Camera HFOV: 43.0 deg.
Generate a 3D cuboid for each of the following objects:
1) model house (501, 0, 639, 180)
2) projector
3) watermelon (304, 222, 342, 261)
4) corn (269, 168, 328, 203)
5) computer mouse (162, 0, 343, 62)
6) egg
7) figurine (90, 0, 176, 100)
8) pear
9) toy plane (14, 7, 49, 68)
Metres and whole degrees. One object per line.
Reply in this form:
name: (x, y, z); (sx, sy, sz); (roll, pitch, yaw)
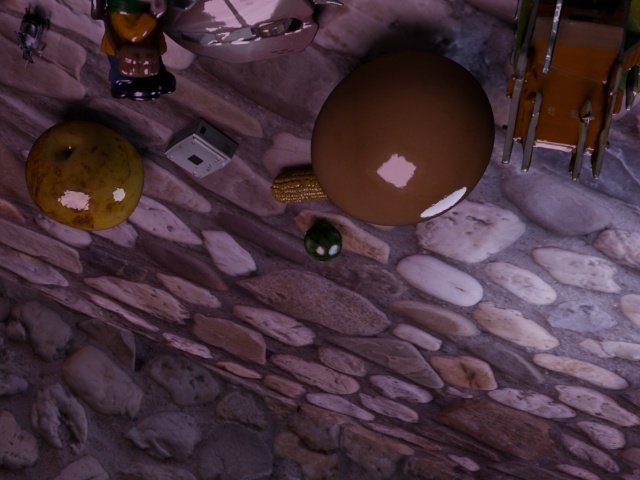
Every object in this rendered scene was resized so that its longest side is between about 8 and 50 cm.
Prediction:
model house: (0.388, -0.248, 1.171); (0.243, 0.312, 0.357); (11, 149, 11)
projector: (-0.279, -0.208, 1.885); (0.115, 0.061, 0.147); (33, 149, -27)
watermelon: (0.005, 0.001, 2.040); (0.109, 0.109, 0.109); (15, 151, 8)
corn: (-0.016, -0.127, 1.850); (0.238, 0.080, 0.080); (-5, 143, 32)
computer mouse: (-0.146, -0.392, 1.441); (0.389, 0.114, 0.199); (8, 152, 21)
egg: (0.140, -0.175, 1.448); (0.301, 0.301, 0.374); (28, 159, -15)
figurine: (-0.322, -0.407, 1.344); (0.205, 0.185, 0.332); (22, 118, 6)
pear: (-0.558, -0.150, 1.946); (0.281, 0.280, 0.280); (15, 151, 8)
toy plane: (-0.607, -0.424, 1.697); (0.053, 0.078, 0.197); (24, 165, -14)
